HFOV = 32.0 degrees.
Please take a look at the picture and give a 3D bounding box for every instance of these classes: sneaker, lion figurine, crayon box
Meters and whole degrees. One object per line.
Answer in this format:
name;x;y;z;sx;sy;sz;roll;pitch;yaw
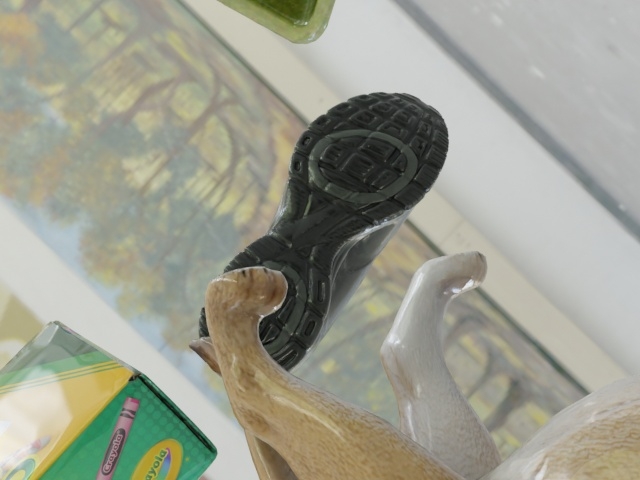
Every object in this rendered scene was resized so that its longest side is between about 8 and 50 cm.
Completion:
sneaker;0.000;0.000;0.893;0.109;0.286;0.130;36;162;10
lion figurine;0.125;0.097;0.422;0.142;0.392;0.240;12;-117;-59
crayon box;-0.209;0.186;0.670;0.081;0.278;0.165;50;162;-26

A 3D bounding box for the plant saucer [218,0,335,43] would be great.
plant saucer;-0.042;-0.186;0.342;0.188;0.188;0.045;31;-144;16
